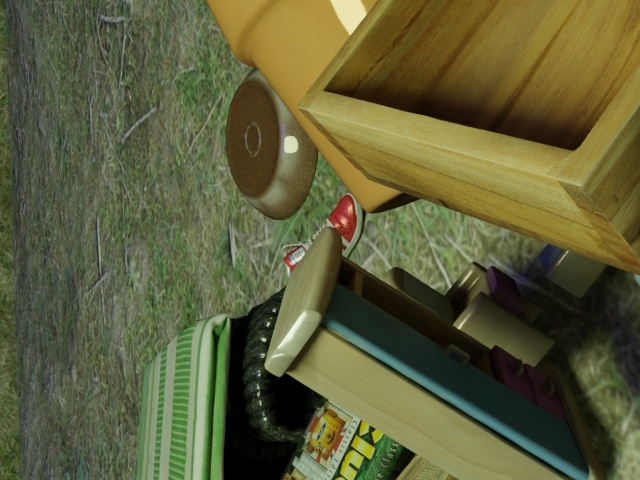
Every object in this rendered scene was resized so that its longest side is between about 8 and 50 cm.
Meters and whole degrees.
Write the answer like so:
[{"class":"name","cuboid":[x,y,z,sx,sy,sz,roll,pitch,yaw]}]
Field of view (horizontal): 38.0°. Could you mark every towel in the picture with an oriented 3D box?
[{"class":"towel","cuboid":[-0.168,0.233,1.095,0.325,0.038,0.247,139,134,-61]}]

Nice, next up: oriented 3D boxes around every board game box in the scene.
[{"class":"board game box","cuboid":[0.024,0.200,0.888,0.136,0.030,0.259,17,79,61]}]

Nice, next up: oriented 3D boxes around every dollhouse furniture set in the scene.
[{"class":"dollhouse furniture set","cuboid":[0.142,-0.033,0.570,0.303,0.198,0.286,-54,8,18]}]

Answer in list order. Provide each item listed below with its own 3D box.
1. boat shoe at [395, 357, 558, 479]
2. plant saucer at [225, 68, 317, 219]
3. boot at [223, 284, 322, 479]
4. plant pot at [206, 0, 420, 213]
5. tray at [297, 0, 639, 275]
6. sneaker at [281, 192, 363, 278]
[{"class":"boat shoe","cuboid":[0.118,0.238,0.807,0.341,0.122,0.110,-59,7,37]},{"class":"plant saucer","cuboid":[-0.069,-0.123,1.124,0.199,0.036,0.198,8,100,57]},{"class":"boot","cuboid":[-0.060,0.234,1.058,0.260,0.131,0.348,-20,76,58]},{"class":"plant pot","cuboid":[0.086,-0.150,0.663,0.291,0.291,0.203,-30,83,56]},{"class":"tray","cuboid":[0.182,-0.188,0.451,0.411,0.076,0.203,-54,35,-7]},{"class":"sneaker","cuboid":[0.000,0.000,0.994,0.042,0.067,0.118,55,137,39]}]
